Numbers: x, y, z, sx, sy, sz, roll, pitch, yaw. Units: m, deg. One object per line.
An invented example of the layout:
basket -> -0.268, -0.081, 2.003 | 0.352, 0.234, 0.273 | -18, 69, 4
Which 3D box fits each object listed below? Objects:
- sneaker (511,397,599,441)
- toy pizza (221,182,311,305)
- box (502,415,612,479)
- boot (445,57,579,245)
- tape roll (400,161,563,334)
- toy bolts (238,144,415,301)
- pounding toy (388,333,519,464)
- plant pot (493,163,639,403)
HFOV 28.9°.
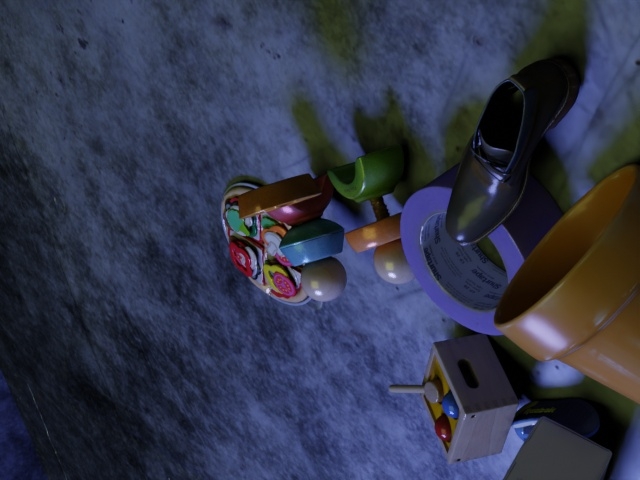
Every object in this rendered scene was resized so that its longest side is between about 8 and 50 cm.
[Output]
sneaker -> 0.285, 0.224, 1.473 | 0.059, 0.053, 0.144 | 59, 155, -9
toy pizza -> -0.082, 0.010, 1.787 | 0.201, 0.032, 0.201 | 34, 142, 32
box -> 0.267, 0.332, 1.480 | 0.094, 0.113, 0.275 | 26, 151, 20
boot -> 0.165, -0.083, 1.226 | 0.082, 0.106, 0.219 | 37, 117, 22
tape roll -> 0.184, 0.006, 1.385 | 0.189, 0.080, 0.189 | 34, 142, 32
toy bolts -> 0.000, 0.000, 1.512 | 0.228, 0.218, 0.159 | -17, 91, 64
pounding toy -> 0.161, 0.192, 1.538 | 0.130, 0.100, 0.141 | 98, 157, -47
plant pot -> 0.302, 0.064, 1.189 | 0.188, 0.205, 0.205 | 40, 148, -3
